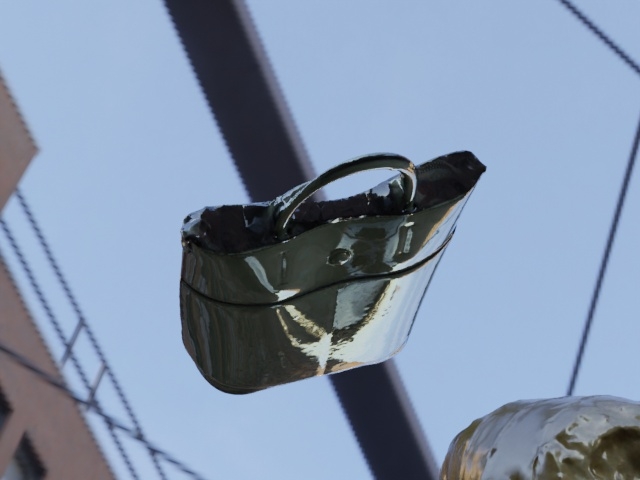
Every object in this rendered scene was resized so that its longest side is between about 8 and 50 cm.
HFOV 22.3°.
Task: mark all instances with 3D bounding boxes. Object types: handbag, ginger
[{"bbox_3d":[0.000,0.000,1.273,0.241,0.109,0.315,-14,-29,-16],"label":"handbag"},{"bbox_3d":[0.106,0.107,0.741,0.081,0.205,0.115,25,-89,-4],"label":"ginger"}]
